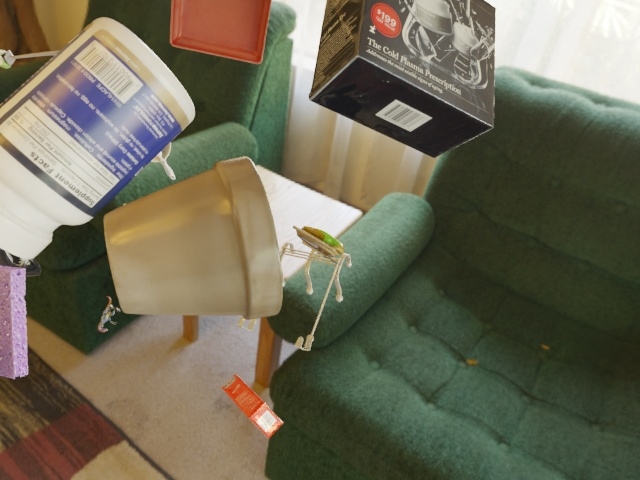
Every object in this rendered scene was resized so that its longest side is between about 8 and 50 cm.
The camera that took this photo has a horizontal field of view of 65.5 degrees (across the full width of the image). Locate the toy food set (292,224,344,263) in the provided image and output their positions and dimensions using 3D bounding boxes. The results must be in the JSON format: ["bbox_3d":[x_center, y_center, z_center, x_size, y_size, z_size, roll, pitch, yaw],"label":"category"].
[{"bbox_3d":[0.000,0.000,1.222,0.132,0.192,0.038,31,82,9],"label":"toy food set"}]

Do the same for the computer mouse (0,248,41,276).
[{"bbox_3d":[-0.743,-0.007,1.082,0.184,0.262,0.060,10,48,26],"label":"computer mouse"}]

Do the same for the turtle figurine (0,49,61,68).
[{"bbox_3d":[-0.643,-0.273,0.982,0.266,0.197,0.274,34,64,22],"label":"turtle figurine"}]

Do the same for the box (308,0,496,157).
[{"bbox_3d":[0.181,-0.395,1.038,0.343,0.179,0.312,17,68,-27],"label":"box"}]

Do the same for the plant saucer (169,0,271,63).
[{"bbox_3d":[-0.268,-0.638,1.352,0.259,0.258,0.047,9,36,-10],"label":"plant saucer"}]

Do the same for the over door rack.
[{"bbox_3d":[-0.068,0.168,1.499,0.240,0.108,0.324,10,60,33],"label":"over door rack"}]

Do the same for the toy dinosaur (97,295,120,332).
[{"bbox_3d":[-0.626,0.226,1.459,0.047,0.082,0.090,35,15,-48],"label":"toy dinosaur"}]

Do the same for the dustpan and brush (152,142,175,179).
[{"bbox_3d":[-0.566,-0.308,1.739,0.147,0.211,0.060,-22,38,8],"label":"dustpan and brush"}]

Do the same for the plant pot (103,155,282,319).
[{"bbox_3d":[-0.251,0.015,0.959,0.281,0.323,0.323,-10,41,-18],"label":"plant pot"}]

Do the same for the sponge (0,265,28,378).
[{"bbox_3d":[-0.622,0.155,0.970,0.117,0.210,0.031,1,3,27],"label":"sponge"}]

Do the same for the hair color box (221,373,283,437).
[{"bbox_3d":[-0.139,0.330,1.000,0.043,0.072,0.141,-44,30,-19],"label":"hair color box"}]

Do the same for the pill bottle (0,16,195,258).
[{"bbox_3d":[-0.290,-0.114,0.579,0.153,0.153,0.264,37,79,32],"label":"pill bottle"}]

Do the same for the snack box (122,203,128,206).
[{"bbox_3d":[-0.564,-0.084,1.634,0.178,0.022,0.064,8,33,-7],"label":"snack box"}]
